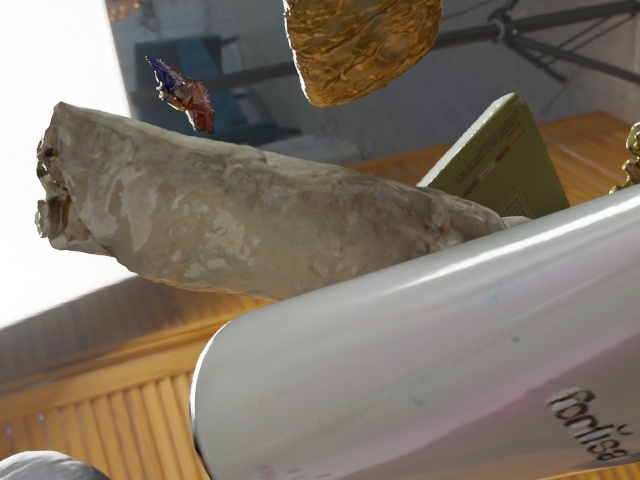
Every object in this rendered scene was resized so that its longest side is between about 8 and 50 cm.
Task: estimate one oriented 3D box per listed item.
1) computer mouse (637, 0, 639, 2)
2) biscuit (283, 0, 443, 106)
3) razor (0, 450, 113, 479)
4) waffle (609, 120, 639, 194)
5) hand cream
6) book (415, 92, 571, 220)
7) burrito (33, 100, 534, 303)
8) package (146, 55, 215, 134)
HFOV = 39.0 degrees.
[{"bbox_3d":[0.515,-0.382,1.322,0.062,0.106,0.192,33,-162,-38],"label":"computer mouse"},{"bbox_3d":[0.032,-0.154,0.577,0.029,0.118,0.247,52,175,16],"label":"biscuit"},{"bbox_3d":[-0.205,0.270,0.668,0.349,0.204,0.113,12,125,50],"label":"razor"},{"bbox_3d":[0.601,-0.086,1.351,0.068,0.325,0.302,-53,-46,-64],"label":"waffle"},{"bbox_3d":[0.101,0.056,0.418,0.185,0.359,0.118,47,-141,-33],"label":"hand cream"},{"bbox_3d":[0.220,0.026,1.100,0.035,0.239,0.352,22,152,51],"label":"book"},{"bbox_3d":[0.000,0.000,0.627,0.076,0.392,0.117,-106,33,-53],"label":"burrito"},{"bbox_3d":[-0.161,-0.170,1.045,0.077,0.033,0.111,56,-168,28],"label":"package"}]
